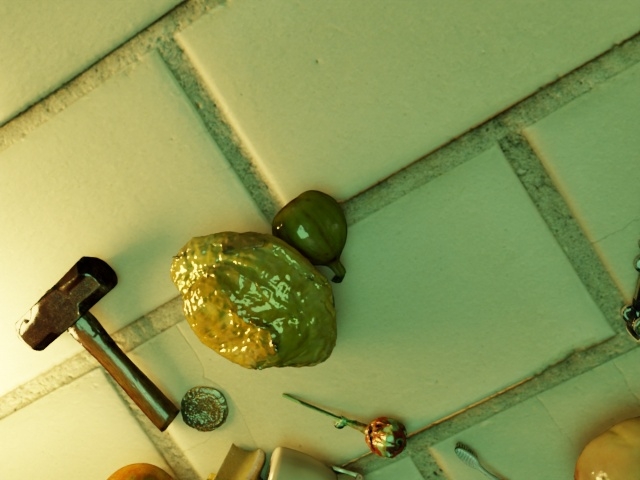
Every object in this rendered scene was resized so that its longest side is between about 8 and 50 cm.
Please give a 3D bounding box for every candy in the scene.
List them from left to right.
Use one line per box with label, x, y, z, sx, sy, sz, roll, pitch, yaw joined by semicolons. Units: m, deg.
candy;0.047;0.384;1.707;0.287;0.084;0.078;19;110;12

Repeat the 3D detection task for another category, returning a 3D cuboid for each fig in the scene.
fig;-0.013;0.001;1.577;0.148;0.142;0.186;-37;80;49

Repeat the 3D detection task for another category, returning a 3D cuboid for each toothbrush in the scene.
toothbrush;0.431;0.548;1.699;0.375;0.037;0.028;38;107;-3

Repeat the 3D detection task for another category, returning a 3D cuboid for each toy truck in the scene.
toy truck;0.654;0.083;1.510;0.114;0.098;0.227;10;104;1

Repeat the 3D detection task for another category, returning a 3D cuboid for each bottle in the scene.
bottle;-0.004;0.544;1.719;0.236;0.147;0.148;18;106;-4

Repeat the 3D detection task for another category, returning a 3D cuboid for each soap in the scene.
soap;-0.218;0.600;1.692;0.142;0.281;0.259;22;106;6

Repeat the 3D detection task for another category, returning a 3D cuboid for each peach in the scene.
peach;0.640;0.474;1.542;0.292;0.247;0.292;18;126;28

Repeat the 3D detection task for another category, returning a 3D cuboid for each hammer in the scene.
hammer;-0.454;0.253;1.746;0.242;0.095;0.409;-38;98;16

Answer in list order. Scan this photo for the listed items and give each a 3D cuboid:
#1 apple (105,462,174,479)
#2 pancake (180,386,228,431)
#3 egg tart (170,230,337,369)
apple;-0.402;0.619;1.766;0.236;0.207;0.237;2;102;9
pancake;-0.258;0.376;1.781;0.114;0.011;0.115;2;104;9
egg tart;-0.133;0.133;1.571;0.339;0.153;0.352;-23;110;41
